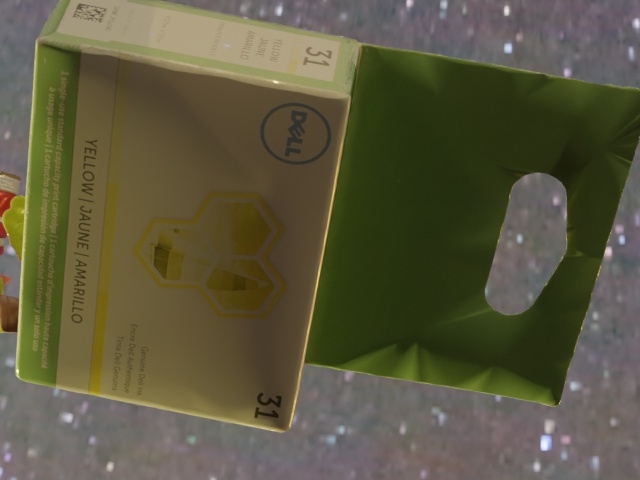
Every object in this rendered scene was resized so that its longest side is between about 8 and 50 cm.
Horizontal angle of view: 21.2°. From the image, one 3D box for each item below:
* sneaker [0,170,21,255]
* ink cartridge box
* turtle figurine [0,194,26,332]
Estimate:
[{"bbox_3d":[-0.248,-0.018,1.086,0.118,0.067,0.042,11,-4,-37],"label":"sneaker"},{"bbox_3d":[0.000,0.000,0.694,0.235,0.056,0.171,11,-55,1],"label":"ink cartridge box"},{"bbox_3d":[-0.156,0.038,1.125,0.269,0.087,0.217,4,-25,-2],"label":"turtle figurine"}]
